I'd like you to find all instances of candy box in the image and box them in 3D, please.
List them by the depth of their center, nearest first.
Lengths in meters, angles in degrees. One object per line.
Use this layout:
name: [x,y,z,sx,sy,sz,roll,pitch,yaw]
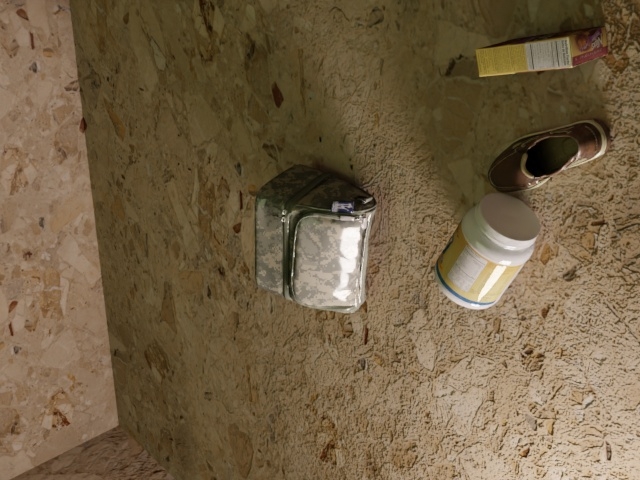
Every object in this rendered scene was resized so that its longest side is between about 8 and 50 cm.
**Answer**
candy box: [0.367,-0.315,1.413,0.187,0.109,0.053,7,113,48]

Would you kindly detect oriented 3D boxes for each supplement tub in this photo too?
supplement tub: [0.317,0.021,1.615,0.144,0.144,0.199,48,139,23]

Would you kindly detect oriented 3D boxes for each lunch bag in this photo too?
lunch bag: [0.000,0.000,1.953,0.256,0.212,0.305,20,125,24]

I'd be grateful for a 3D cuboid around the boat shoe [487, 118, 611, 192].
boat shoe: [0.379,-0.145,1.495,0.257,0.095,0.095,-30,84,53]
